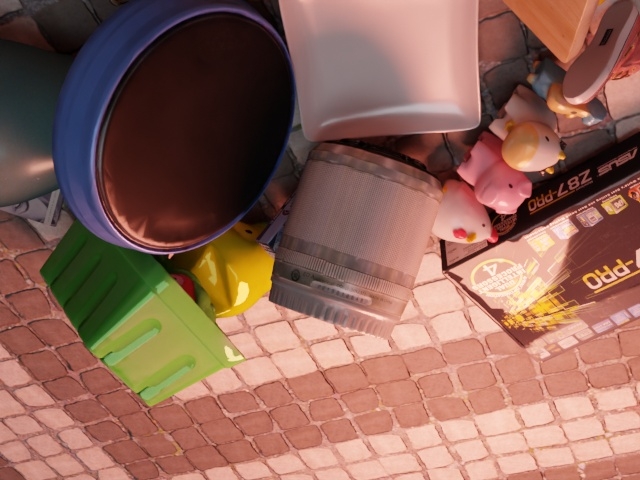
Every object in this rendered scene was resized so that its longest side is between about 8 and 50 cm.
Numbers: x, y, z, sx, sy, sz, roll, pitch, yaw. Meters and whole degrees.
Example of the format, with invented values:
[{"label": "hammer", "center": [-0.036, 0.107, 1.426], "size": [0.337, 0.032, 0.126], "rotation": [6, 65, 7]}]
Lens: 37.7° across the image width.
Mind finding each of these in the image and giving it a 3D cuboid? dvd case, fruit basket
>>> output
[{"label": "dvd case", "center": [-0.541, -0.115, 1.592], "size": [0.221, 0.018, 0.164], "rotation": [18, 132, -13]}, {"label": "fruit basket", "center": [-0.230, 0.050, 1.555], "size": [0.392, 0.392, 0.283], "rotation": [-19, 130, 21]}]

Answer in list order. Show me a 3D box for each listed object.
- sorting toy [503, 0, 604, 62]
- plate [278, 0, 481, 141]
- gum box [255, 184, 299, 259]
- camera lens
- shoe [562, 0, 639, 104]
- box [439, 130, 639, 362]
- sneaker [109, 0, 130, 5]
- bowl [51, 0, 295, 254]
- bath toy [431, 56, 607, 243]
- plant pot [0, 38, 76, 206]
[{"label": "sorting toy", "center": [0.261, -0.383, 1.114], "size": [0.089, 0.257, 0.255], "rotation": [-36, 163, -8]}, {"label": "plate", "center": [0.094, -0.274, 1.383], "size": [0.278, 0.045, 0.278], "rotation": [-4, 133, 7]}, {"label": "gum box", "center": [0.000, 0.000, 1.580], "size": [0.041, 0.157, 0.184], "rotation": [15, 152, 53]}, {"label": "camera lens", "center": [0.054, -0.006, 1.453], "size": [0.220, 0.219, 0.274], "rotation": [19, 87, -14]}, {"label": "shoe", "center": [0.409, -0.245, 1.319], "size": [0.063, 0.178, 0.081], "rotation": [11, 154, 51]}, {"label": "box", "center": [0.453, 0.027, 1.609], "size": [0.395, 0.097, 0.318], "rotation": [-30, 128, 27]}, {"label": "sneaker", "center": [-0.213, -0.373, 1.291], "size": [0.188, 0.071, 0.066], "rotation": [-23, 128, 23]}, {"label": "bowl", "center": [-0.185, -0.157, 1.309], "size": [0.077, 0.391, 0.391], "rotation": [30, 144, 33]}, {"label": "bath toy", "center": [0.287, -0.109, 1.447], "size": [0.129, 0.151, 0.348], "rotation": [35, 131, 0]}, {"label": "plant pot", "center": [-0.457, -0.176, 1.382], "size": [0.255, 0.271, 0.271], "rotation": [-5, 134, -11]}]
